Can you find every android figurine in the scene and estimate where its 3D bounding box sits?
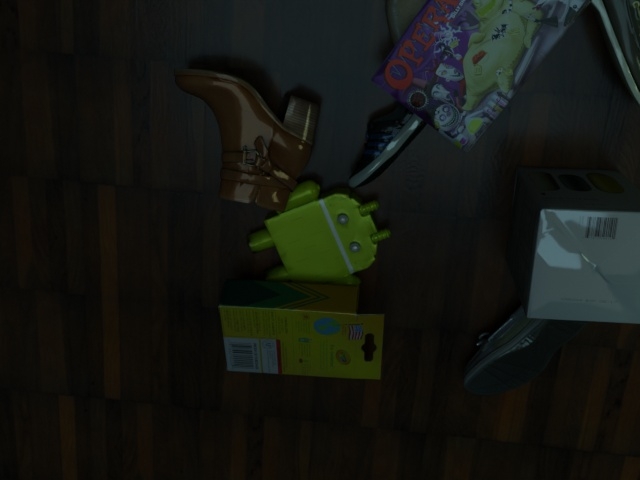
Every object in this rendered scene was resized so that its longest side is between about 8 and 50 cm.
[{"bbox_3d":[0.000,0.000,1.547,0.272,0.056,0.248,-18,108,13],"label":"android figurine"}]

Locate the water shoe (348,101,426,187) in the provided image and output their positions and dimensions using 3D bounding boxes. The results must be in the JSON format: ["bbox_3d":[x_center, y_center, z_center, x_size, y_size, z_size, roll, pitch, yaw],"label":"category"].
[{"bbox_3d":[0.114,-0.186,1.468,0.203,0.073,0.080,-46,79,14],"label":"water shoe"}]

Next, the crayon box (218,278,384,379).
[{"bbox_3d":[-0.033,0.181,1.570,0.318,0.081,0.202,4,132,4],"label":"crayon box"}]

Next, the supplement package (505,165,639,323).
[{"bbox_3d":[0.452,-0.001,1.392,0.199,0.263,0.198,3,110,4],"label":"supplement package"}]

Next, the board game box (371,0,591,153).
[{"bbox_3d":[0.264,-0.336,1.259,0.208,0.056,0.347,38,114,4],"label":"board game box"}]

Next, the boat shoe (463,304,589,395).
[{"bbox_3d":[0.404,0.189,1.567,0.118,0.103,0.320,26,118,-25],"label":"boat shoe"}]

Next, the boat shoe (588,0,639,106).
[{"bbox_3d":[0.521,-0.365,1.332,0.091,0.109,0.305,-25,103,19],"label":"boat shoe"}]

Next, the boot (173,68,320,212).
[{"bbox_3d":[-0.157,-0.185,1.449,0.283,0.109,0.220,17,98,-15],"label":"boot"}]

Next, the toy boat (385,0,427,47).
[{"bbox_3d":[0.283,-0.369,1.347,0.318,0.148,0.268,-19,103,19],"label":"toy boat"}]
